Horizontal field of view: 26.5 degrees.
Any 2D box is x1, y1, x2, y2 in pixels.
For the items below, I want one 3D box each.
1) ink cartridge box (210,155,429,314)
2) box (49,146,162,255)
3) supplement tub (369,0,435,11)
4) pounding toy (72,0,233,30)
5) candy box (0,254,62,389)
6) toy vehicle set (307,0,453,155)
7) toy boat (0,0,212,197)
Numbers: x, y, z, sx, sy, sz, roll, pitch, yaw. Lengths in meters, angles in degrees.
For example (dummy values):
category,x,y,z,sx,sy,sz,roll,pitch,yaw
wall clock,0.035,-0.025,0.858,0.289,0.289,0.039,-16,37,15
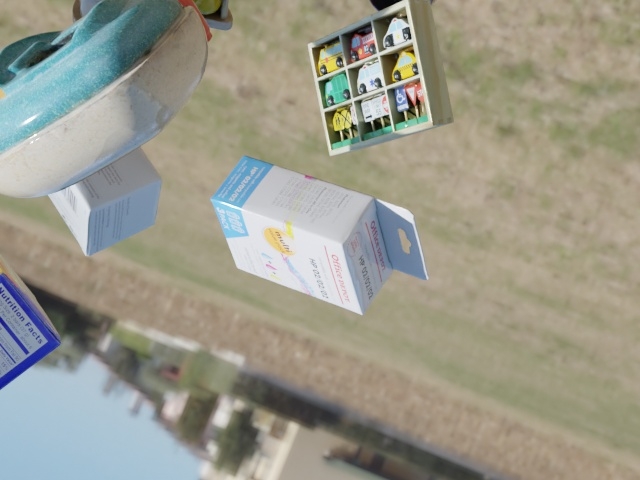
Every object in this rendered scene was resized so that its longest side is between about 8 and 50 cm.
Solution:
category,x,y,z,sx,sy,sz,roll,pitch,yaw
ink cartridge box,0.000,0.000,1.231,0.181,0.061,0.104,19,148,28
box,-0.228,-0.060,1.411,0.101,0.087,0.102,54,155,18
supplement tub,0.137,-0.390,1.950,0.106,0.106,0.198,21,-150,9
pounding toy,-0.243,-0.356,1.765,0.270,0.154,0.155,5,136,-5
candy box,-0.486,0.139,1.606,0.122,0.317,0.268,57,169,-23
toy vehicle set,0.076,-0.216,1.844,0.035,0.166,0.267,-12,180,-30
toy boat,-0.205,-0.172,1.225,0.267,0.318,0.148,-25,113,33
